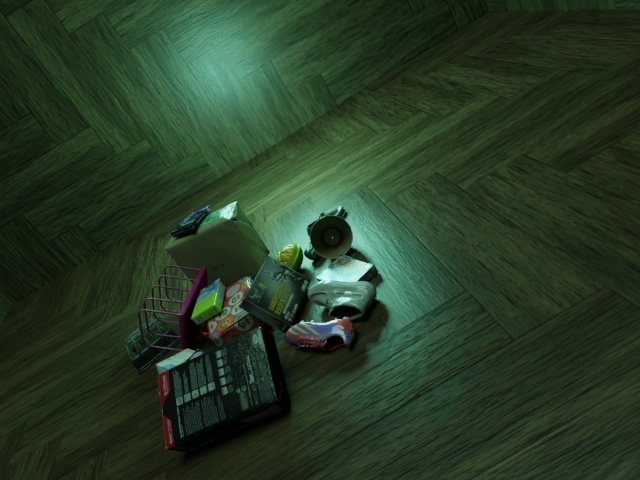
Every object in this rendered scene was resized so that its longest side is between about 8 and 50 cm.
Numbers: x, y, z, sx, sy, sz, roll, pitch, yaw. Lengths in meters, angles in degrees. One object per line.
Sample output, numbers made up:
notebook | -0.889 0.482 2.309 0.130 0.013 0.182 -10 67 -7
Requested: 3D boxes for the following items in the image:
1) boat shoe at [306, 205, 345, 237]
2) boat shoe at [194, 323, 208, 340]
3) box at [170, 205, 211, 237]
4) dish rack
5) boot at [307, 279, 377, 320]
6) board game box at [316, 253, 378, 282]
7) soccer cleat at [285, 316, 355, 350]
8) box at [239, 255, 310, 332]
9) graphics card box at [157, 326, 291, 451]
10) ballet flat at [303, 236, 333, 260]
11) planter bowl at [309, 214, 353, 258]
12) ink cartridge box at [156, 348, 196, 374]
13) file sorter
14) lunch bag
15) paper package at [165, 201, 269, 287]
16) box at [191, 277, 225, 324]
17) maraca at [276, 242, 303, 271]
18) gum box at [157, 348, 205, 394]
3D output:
boat shoe | 0.023 -0.088 2.214 0.206 0.065 0.075 -41 27 -19
boat shoe | -0.454 0.326 2.033 0.056 0.048 0.153 -14 31 33
box | -0.528 -0.077 2.133 0.116 0.029 0.162 -19 26 29
dish rack | -0.703 0.408 2.144 0.208 0.074 0.271 -39 25 -17
boot | 0.046 0.194 1.658 0.258 0.095 0.123 -10 27 36
board game box | 0.089 0.120 1.812 0.136 0.035 0.201 -42 28 -19
soccer cleat | -0.009 0.293 1.574 0.248 0.083 0.095 -14 36 28
box | -0.152 0.182 1.805 0.056 0.183 0.231 -54 7 40
graphics card box | -0.285 0.431 1.509 0.370 0.094 0.233 -28 56 12
ballet flat | 0.000 0.000 2.085 0.074 0.074 0.203 0 42 47
planter bowl | 0.042 -0.014 1.986 0.162 0.162 0.109 -31 0 2
ink cartridge box | -0.464 0.436 1.770 0.143 0.090 0.092 -23 16 -39
file sorter | -0.565 0.258 2.024 0.182 0.202 0.291 7 34 2
lunch bag | -0.321 0.274 1.898 0.258 0.120 0.293 -33 26 -1
paper package | -0.424 0.047 2.190 0.324 0.309 0.168 -23 28 16
box | -0.410 0.224 1.921 0.109 0.042 0.178 -32 25 13
maraca | -0.131 0.094 2.037 0.186 0.099 0.127 -61 21 -2
gum box | -0.425 0.463 1.696 0.188 0.107 0.062 -45 29 -25
